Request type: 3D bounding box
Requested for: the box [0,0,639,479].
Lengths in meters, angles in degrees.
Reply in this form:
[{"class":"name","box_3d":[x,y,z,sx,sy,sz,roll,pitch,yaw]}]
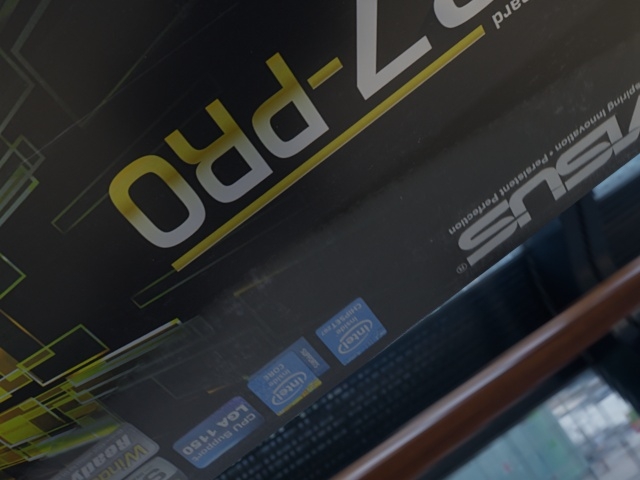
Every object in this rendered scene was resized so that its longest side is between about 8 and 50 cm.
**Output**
[{"class":"box","box_3d":[-0.077,-0.049,0.405,0.395,0.097,0.318,-37,-41,-1]}]
